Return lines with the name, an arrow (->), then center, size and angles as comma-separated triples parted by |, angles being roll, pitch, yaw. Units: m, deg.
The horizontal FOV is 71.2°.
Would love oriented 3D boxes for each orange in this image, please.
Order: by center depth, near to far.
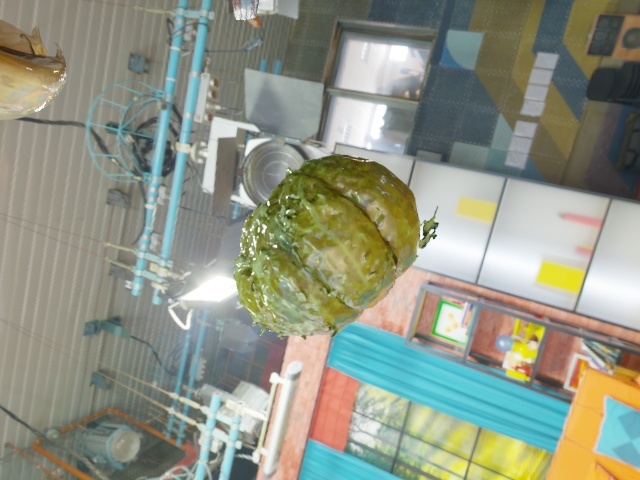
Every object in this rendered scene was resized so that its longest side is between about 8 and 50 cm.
orange -> 0.000, 0.000, 0.670 | 0.300, 0.223, 0.301 | -44, 7, -33

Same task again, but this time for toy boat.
toy boat -> -0.211, -0.766, 1.289 | 0.392, 0.079, 0.136 | 167, 126, -79

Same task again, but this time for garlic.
garlic -> -0.639, -0.335, 0.831 | 0.313, 0.286, 0.249 | -4, -92, -73
